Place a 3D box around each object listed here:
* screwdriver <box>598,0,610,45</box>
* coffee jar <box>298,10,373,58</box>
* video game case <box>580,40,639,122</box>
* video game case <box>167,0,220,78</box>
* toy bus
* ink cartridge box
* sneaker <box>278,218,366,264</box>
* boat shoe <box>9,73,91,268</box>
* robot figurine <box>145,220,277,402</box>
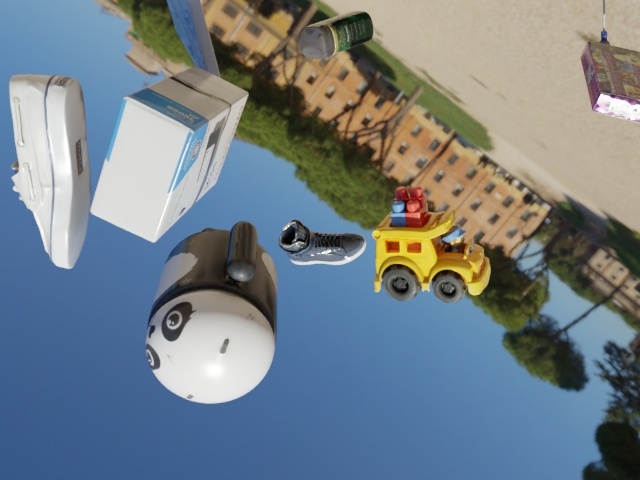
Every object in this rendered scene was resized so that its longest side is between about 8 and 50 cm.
[{"bbox_3d":[0.559,-0.429,1.274,0.024,0.170,0.025,3,-167,41],"label":"screwdriver"},{"bbox_3d":[0.037,-0.492,1.542,0.096,0.079,0.184,15,-144,41],"label":"coffee jar"},{"bbox_3d":[0.564,-0.262,1.105,0.210,0.042,0.232,15,-141,4],"label":"video game case"},{"bbox_3d":[-0.348,-0.582,1.671,0.300,0.036,0.329,59,168,28],"label":"video game case"},{"bbox_3d":[0.213,-0.001,1.263,0.220,0.212,0.149,2,-158,25],"label":"toy bus"},{"bbox_3d":[-0.336,-0.217,1.501,0.166,0.286,0.395,26,-153,-1],"label":"ink cartridge box"},{"bbox_3d":[-0.001,0.002,1.722,0.163,0.226,0.086,56,-152,-60],"label":"sneaker"},{"bbox_3d":[-0.348,-0.086,0.824,0.084,0.258,0.095,7,-157,-3],"label":"boat shoe"},{"bbox_3d":[-0.147,0.093,0.891,0.278,0.173,0.209,-95,-9,-58],"label":"robot figurine"}]
